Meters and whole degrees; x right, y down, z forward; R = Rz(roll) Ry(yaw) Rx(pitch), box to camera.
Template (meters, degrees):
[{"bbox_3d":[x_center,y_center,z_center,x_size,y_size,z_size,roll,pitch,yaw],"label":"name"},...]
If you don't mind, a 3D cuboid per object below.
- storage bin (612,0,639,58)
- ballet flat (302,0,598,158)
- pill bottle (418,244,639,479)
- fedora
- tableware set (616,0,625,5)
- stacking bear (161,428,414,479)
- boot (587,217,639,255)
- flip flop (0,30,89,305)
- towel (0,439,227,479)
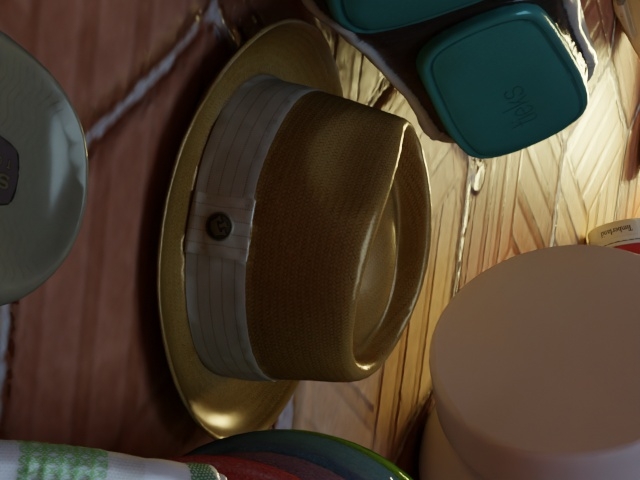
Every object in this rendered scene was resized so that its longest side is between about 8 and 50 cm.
[{"bbox_3d":[0.418,-0.298,1.265,0.123,0.260,0.262,46,55,-41],"label":"storage bin"},{"bbox_3d":[0.054,-0.147,0.627,0.400,0.139,0.139,45,58,-73],"label":"ballet flat"},{"bbox_3d":[0.177,0.191,0.946,0.363,0.210,0.210,76,32,-43],"label":"pill bottle"},{"bbox_3d":[0.000,0.000,0.621,0.194,0.079,0.194,9,90,-67],"label":"fedora"},{"bbox_3d":[0.226,-0.267,1.095,0.194,0.039,0.128,-50,132,-56],"label":"tableware set"},{"bbox_3d":[-0.006,0.160,0.585,0.289,0.175,0.164,19,64,-76],"label":"stacking bear"},{"bbox_3d":[0.326,0.095,1.345,0.244,0.088,0.176,29,49,-59],"label":"boot"},{"bbox_3d":[-0.120,-0.030,0.325,0.277,0.080,0.112,24,76,-67],"label":"flip flop"},{"bbox_3d":[-0.104,0.112,0.402,0.152,0.023,0.113,13,85,-31],"label":"towel"}]
